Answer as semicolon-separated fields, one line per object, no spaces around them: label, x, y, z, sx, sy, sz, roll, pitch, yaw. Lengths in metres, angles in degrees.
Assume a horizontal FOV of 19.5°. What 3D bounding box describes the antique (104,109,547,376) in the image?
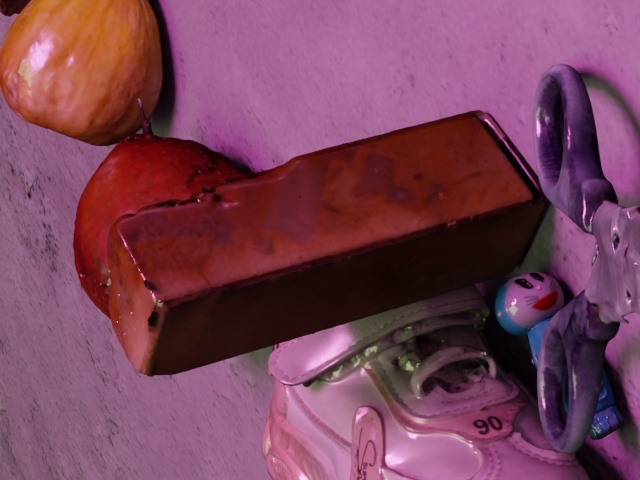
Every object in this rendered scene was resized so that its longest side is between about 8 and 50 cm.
antique;0.000;0.000;1.272;0.093;0.310;0.087;57;148;29

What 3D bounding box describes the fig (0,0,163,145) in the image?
fig;-0.210;-0.214;1.761;0.159;0.159;0.257;49;126;39

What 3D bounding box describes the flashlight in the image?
flashlight;0.167;0.079;1.294;0.129;0.051;0.051;59;149;15

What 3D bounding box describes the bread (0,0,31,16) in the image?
bread;-0.291;-0.420;1.805;0.165;0.113;0.416;59;150;30

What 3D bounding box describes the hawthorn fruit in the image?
hawthorn fruit;-0.134;-0.022;1.679;0.181;0.181;0.235;123;139;-55

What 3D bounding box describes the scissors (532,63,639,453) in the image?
scissors;0.176;0.007;1.080;0.383;0.029;0.256;163;106;-84

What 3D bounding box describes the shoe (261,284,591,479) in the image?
shoe;0.063;0.118;1.367;0.351;0.172;0.198;21;119;54
